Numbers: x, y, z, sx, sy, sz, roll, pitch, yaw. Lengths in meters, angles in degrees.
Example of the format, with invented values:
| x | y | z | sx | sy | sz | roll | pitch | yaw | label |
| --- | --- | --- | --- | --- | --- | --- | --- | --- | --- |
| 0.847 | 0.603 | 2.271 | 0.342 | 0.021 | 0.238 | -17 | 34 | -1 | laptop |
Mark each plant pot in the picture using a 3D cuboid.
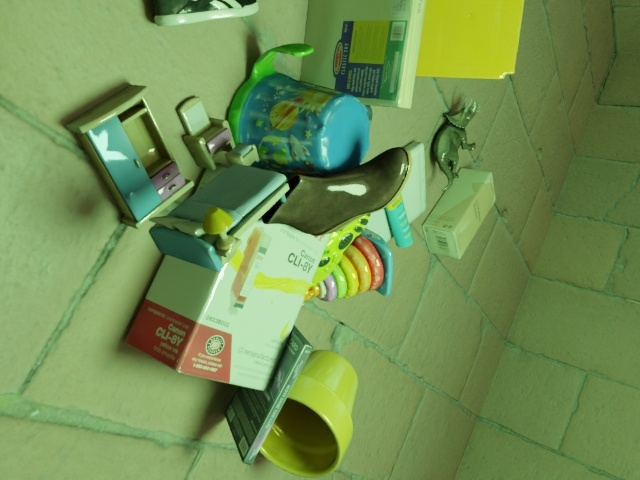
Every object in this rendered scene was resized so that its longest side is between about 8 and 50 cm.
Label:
| x | y | z | sx | sy | sz | roll | pitch | yaw | label |
| --- | --- | --- | --- | --- | --- | --- | --- | --- | --- |
| -0.020 | 0.406 | 1.362 | 0.239 | 0.254 | 0.253 | -45 | 136 | -55 | plant pot |

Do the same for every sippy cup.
| x | y | z | sx | sy | sz | roll | pitch | yaw | label |
| --- | --- | --- | --- | --- | --- | --- | --- | --- | --- |
| -0.030 | -0.219 | 1.115 | 0.305 | 0.224 | 0.240 | 44 | 67 | -50 | sippy cup |

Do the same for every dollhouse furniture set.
| x | y | z | sx | sy | sz | roll | pitch | yaw | label |
| --- | --- | --- | --- | --- | --- | --- | --- | --- | --- |
| -0.185 | -0.139 | 0.875 | 0.286 | 0.303 | 0.198 | -47 | 137 | -32 | dollhouse furniture set |

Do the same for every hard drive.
| x | y | z | sx | sy | sz | roll | pitch | yaw | label |
| --- | --- | --- | --- | --- | --- | --- | --- | --- | --- |
| 0.202 | -0.121 | 1.605 | 0.353 | 0.047 | 0.233 | -35 | 129 | -40 | hard drive |

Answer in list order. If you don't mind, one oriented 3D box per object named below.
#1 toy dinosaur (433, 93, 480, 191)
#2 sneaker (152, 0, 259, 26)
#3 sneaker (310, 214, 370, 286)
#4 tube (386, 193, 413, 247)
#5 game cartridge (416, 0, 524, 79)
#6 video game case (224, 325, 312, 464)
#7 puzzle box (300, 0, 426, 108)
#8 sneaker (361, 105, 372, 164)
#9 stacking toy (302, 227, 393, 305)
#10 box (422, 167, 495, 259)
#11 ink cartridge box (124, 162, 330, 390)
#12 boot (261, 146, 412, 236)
| x | y | z | sx | sy | sz | roll | pitch | yaw | label |
| --- | --- | --- | --- | --- | --- | --- | --- | --- | --- |
| 0.419 | -0.306 | 1.792 | 0.160 | 0.121 | 0.313 | 41 | 74 | -38 | toy dinosaur |
| -0.193 | -0.442 | 0.939 | 0.217 | 0.079 | 0.121 | -32 | 127 | -42 | sneaker |
| 0.000 | 0.000 | 1.331 | 0.295 | 0.123 | 0.109 | -46 | 123 | -7 | sneaker |
| 0.219 | -0.075 | 1.571 | 0.080 | 0.052 | 0.207 | -51 | 133 | -39 | tube |
| 0.406 | -0.615 | 1.514 | 0.052 | 0.286 | 0.323 | -67 | 160 | -71 | game cartridge |
| -0.119 | 0.309 | 1.188 | 0.026 | 0.196 | 0.274 | 27 | 92 | -25 | video game case |
| 0.090 | -0.488 | 1.135 | 0.052 | 0.272 | 0.408 | -8 | 110 | -50 | puzzle box |
| 0.068 | -0.212 | 1.323 | 0.319 | 0.131 | 0.112 | -58 | 140 | -21 | sneaker |
| 0.028 | 0.096 | 1.398 | 0.302 | 0.175 | 0.165 | -24 | 128 | -30 | stacking toy |
| 0.492 | -0.100 | 1.930 | 0.311 | 0.121 | 0.148 | -53 | 138 | -26 | box |
| -0.164 | 0.078 | 1.101 | 0.279 | 0.160 | 0.384 | 35 | 74 | -53 | ink cartridge box |
| 0.034 | -0.093 | 1.004 | 0.248 | 0.090 | 0.207 | -42 | 151 | 28 | boot |
